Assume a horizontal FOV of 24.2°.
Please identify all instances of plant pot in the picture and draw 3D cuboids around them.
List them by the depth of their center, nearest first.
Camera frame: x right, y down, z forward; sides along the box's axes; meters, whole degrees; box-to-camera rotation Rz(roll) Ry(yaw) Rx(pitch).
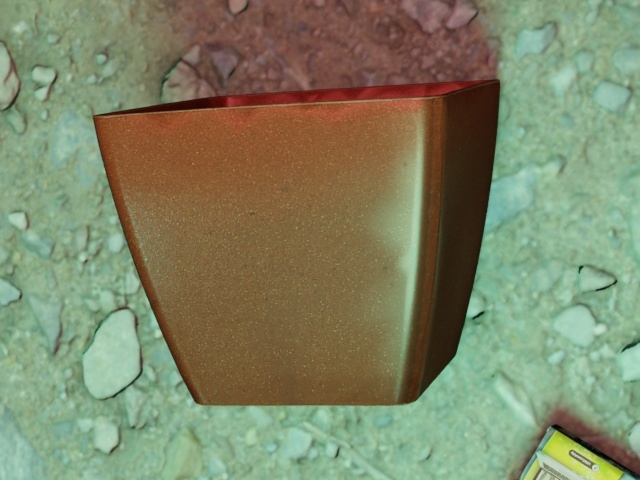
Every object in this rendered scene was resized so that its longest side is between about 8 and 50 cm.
[{"bbox_3d":[0.000,0.000,1.199,0.267,0.267,0.236,-2,97,17],"label":"plant pot"}]

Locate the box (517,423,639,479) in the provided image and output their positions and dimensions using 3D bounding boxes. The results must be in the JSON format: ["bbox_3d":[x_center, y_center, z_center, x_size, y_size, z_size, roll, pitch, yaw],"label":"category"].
[{"bbox_3d":[0.246,0.278,1.207,0.233,0.044,0.159,32,96,16],"label":"box"}]
